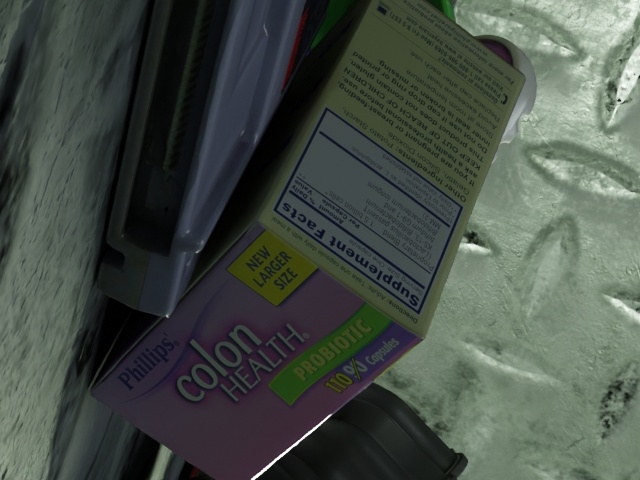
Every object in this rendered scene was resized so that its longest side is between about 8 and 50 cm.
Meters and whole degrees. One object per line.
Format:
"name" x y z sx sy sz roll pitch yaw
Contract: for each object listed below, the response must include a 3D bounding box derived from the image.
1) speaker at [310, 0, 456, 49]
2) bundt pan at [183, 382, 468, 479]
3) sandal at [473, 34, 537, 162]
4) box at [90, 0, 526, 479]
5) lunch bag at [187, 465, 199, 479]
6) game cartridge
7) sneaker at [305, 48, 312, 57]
"speaker" 0.038 -0.134 1.515 0.296 0.131 0.131 87 24 -81
"bundt pan" -0.043 0.231 1.648 0.331 0.124 0.331 -36 -179 1
"sandal" 0.020 -0.032 1.704 0.416 0.102 0.169 -52 -143 -11
"box" -0.005 -0.005 1.198 0.213 0.117 0.243 -44 -165 44
"lunch bag" -0.107 0.315 2.082 0.293 0.120 0.258 106 3 -68
"game cartridge" -0.028 -0.153 1.013 0.355 0.068 0.230 108 9 -45
"sneaker" -0.024 -0.072 1.394 0.068 0.071 0.170 -65 174 -47
